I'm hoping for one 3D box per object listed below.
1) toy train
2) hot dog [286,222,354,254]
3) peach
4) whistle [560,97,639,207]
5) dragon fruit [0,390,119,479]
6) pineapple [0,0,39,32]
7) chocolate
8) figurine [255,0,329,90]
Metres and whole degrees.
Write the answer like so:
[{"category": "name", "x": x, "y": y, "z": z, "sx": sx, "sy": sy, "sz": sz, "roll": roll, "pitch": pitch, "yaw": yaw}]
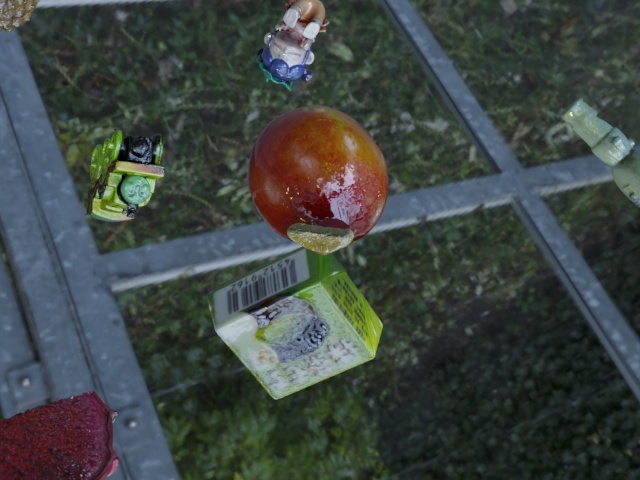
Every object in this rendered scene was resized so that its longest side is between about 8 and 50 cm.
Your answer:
[{"category": "toy train", "x": -0.363, "y": -0.115, "z": 1.556, "sx": 0.101, "sy": 0.160, "sz": 0.296, "roll": 6, "pitch": 174, "yaw": -24}, {"category": "hot dog", "x": 0.000, "y": 0.000, "z": 1.082, "sx": 0.090, "sy": 0.034, "sz": 0.030, "roll": 7, "pitch": -159, "yaw": 24}, {"category": "peach", "x": 0.001, "y": -0.152, "z": 2.155, "sx": 0.388, "sy": 0.388, "sz": 0.388, "roll": -21, "pitch": 154, "yaw": -11}, {"category": "whistle", "x": 0.490, "y": -0.125, "z": 1.351, "sx": 0.067, "sy": 0.258, "sz": 0.126, "roll": -43, "pitch": 176, "yaw": -3}, {"category": "dragon fruit", "x": -0.357, "y": 0.303, "z": 1.020, "sx": 0.274, "sy": 0.161, "sz": 0.126, "roll": -12, "pitch": 125, "yaw": -47}, {"category": "pineapple", "x": -0.480, "y": -0.355, "z": 1.118, "sx": 0.125, "sy": 0.125, "sz": 0.251, "roll": -31, "pitch": 171, "yaw": 9}, {"category": "chocolate", "x": -0.053, "y": 0.185, "z": 1.832, "sx": 0.301, "sy": 0.137, "sz": 0.288, "roll": -25, "pitch": 122, "yaw": 17}, {"category": "figurine", "x": -0.045, "y": -0.352, "z": 1.516, "sx": 0.195, "sy": 0.111, "sz": 0.102, "roll": -49, "pitch": -171, "yaw": 47}]
